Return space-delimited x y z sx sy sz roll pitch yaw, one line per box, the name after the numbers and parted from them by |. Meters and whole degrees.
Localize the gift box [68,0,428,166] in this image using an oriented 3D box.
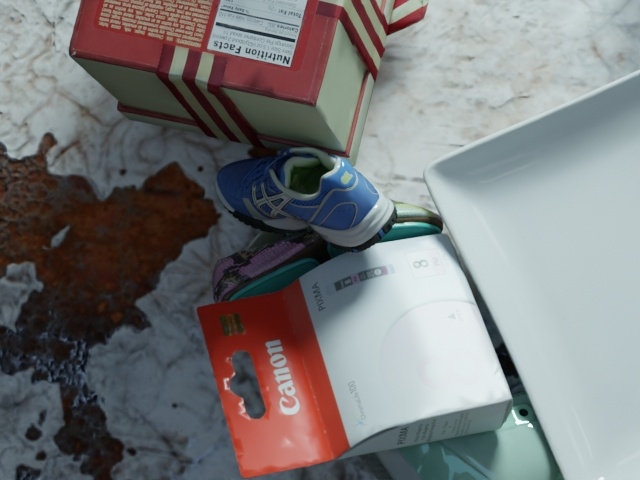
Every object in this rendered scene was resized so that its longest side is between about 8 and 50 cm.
-0.047 -0.226 1.596 0.255 0.258 0.276 17 82 11 | gift box

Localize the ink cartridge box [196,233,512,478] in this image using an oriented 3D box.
0.027 0.096 1.566 0.232 0.066 0.189 -7 53 -15 | ink cartridge box

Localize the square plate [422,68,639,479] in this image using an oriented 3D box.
0.314 0.018 1.593 0.347 0.049 0.344 -24 75 1 | square plate

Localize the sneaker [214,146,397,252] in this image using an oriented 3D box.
-0.022 -0.053 1.617 0.211 0.081 0.080 11 55 46 | sneaker

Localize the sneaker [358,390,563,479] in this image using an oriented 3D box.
0.108 0.156 1.614 0.151 0.094 0.256 -34 69 -12 | sneaker

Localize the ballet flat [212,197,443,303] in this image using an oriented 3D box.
0.000 0.000 1.659 0.221 0.077 0.079 -23 55 6 | ballet flat
